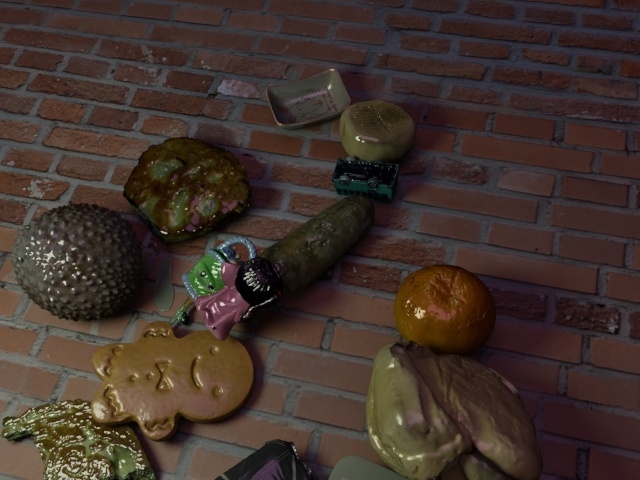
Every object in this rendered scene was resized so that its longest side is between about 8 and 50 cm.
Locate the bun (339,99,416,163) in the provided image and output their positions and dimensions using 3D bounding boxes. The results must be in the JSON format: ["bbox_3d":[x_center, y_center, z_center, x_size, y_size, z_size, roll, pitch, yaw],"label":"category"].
[{"bbox_3d":[0.149,-0.274,1.971,0.193,0.128,0.178,-16,57,-18],"label":"bun"}]

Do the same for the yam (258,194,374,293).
[{"bbox_3d":[0.000,0.000,1.814,0.330,0.133,0.133,-39,62,-22],"label":"yam"}]

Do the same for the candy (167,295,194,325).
[{"bbox_3d":[-0.330,0.168,1.777,0.078,0.084,0.288,36,75,19],"label":"candy"}]

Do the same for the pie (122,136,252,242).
[{"bbox_3d":[-0.338,-0.135,1.945,0.288,0.103,0.354,-42,59,-18],"label":"pie"}]

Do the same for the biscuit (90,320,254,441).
[{"bbox_3d":[-0.323,0.302,1.664,0.355,0.052,0.275,-1,59,-6],"label":"biscuit"}]

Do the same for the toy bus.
[{"bbox_3d":[0.118,-0.153,1.914,0.160,0.092,0.079,8,61,18],"label":"toy bus"}]

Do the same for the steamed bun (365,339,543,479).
[{"bbox_3d":[0.240,0.368,1.476,0.372,0.230,0.325,28,26,-7],"label":"steamed bun"}]

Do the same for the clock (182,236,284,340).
[{"bbox_3d":[-0.192,0.094,1.684,0.195,0.100,0.194,-35,71,12],"label":"clock"}]

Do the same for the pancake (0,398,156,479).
[{"bbox_3d":[-0.520,0.450,1.627,0.376,0.054,0.197,18,55,18],"label":"pancake"}]

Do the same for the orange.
[{"bbox_3d":[0.268,0.155,1.645,0.219,0.193,0.219,13,45,-13],"label":"orange"}]

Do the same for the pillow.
[{"bbox_3d":[-0.164,0.539,1.507,0.335,0.092,0.161,-34,65,-14],"label":"pillow"}]

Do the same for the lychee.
[{"bbox_3d":[-0.558,0.044,1.757,0.300,0.300,0.300,-3,58,4],"label":"lychee"}]

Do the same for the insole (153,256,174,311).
[{"bbox_3d":[-0.382,0.106,1.856,0.053,0.002,0.153,-4,58,4],"label":"insole"}]

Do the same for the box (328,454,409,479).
[{"bbox_3d":[0.128,0.637,1.418,0.367,0.090,0.373,21,63,19],"label":"box"}]

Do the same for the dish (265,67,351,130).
[{"bbox_3d":[-0.030,-0.373,2.077,0.212,0.077,0.151,-17,59,-5],"label":"dish"}]
